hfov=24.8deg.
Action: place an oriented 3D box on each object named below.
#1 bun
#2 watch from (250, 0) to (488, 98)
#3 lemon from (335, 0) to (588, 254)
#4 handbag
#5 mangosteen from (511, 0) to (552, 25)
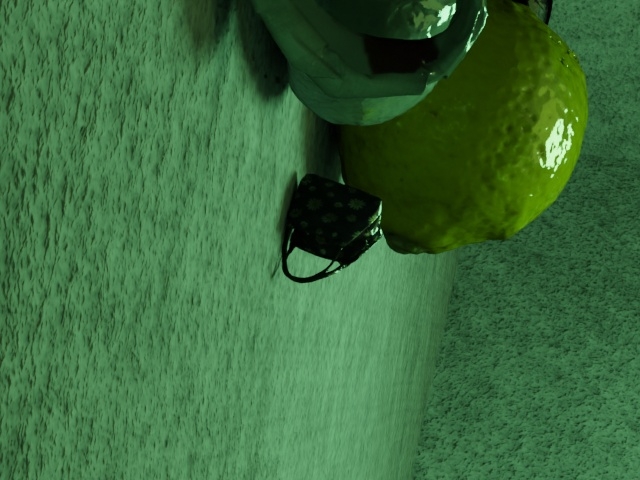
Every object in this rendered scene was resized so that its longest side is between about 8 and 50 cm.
[{"bbox_3d":[0.071,-0.299,1.597,0.362,0.211,0.361,3,90,-88],"label":"bun"},{"bbox_3d":[0.034,-0.257,1.363,0.162,0.253,0.241,-88,-169,-74],"label":"watch"},{"bbox_3d":[0.181,-0.157,1.980,0.387,0.350,0.350,-63,167,-6],"label":"lemon"},{"bbox_3d":[0.000,0.000,1.769,0.139,0.115,0.072,-56,157,-30],"label":"handbag"},{"bbox_3d":[0.252,-0.413,2.513,0.233,0.288,0.287,-135,-133,-66],"label":"mangosteen"}]
